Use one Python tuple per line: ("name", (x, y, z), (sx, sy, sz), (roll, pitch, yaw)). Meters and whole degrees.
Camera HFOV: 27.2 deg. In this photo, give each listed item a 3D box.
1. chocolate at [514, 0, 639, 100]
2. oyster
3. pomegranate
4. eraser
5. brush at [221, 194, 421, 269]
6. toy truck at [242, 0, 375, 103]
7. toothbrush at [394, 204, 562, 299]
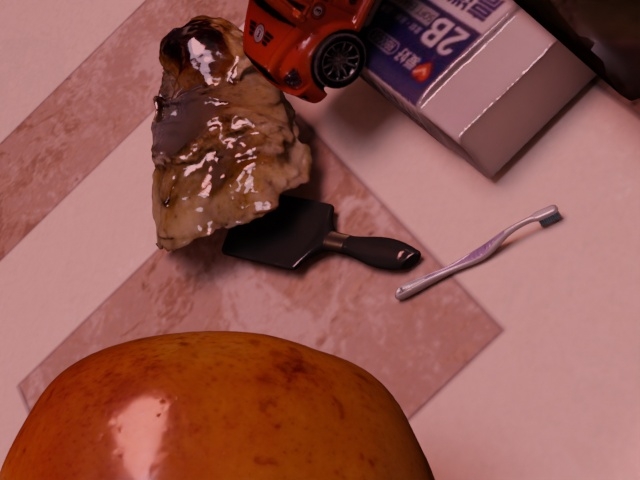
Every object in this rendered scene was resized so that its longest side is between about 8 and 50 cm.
("chocolate", (0.223, -0.317, 0.819), (0.326, 0.297, 0.314), (-33, 43, 1))
("oyster", (-0.090, -0.098, 1.083), (0.161, 0.107, 0.232), (-19, 44, 20))
("pomegranate", (-0.055, 0.181, 0.733), (0.264, 0.264, 0.264), (-23, 46, 26))
("eraser", (0.100, -0.146, 0.991), (0.124, 0.068, 0.210), (-43, 41, 0))
("brush", (0.000, 0.000, 0.998), (0.193, 0.016, 0.063), (12, 65, 46))
("toy truck", (0.004, -0.236, 0.979), (0.252, 0.114, 0.107), (-62, 37, 12))
("toothbrush", (0.105, 0.009, 0.903), (0.131, 0.013, 0.011), (-29, 33, 21))
